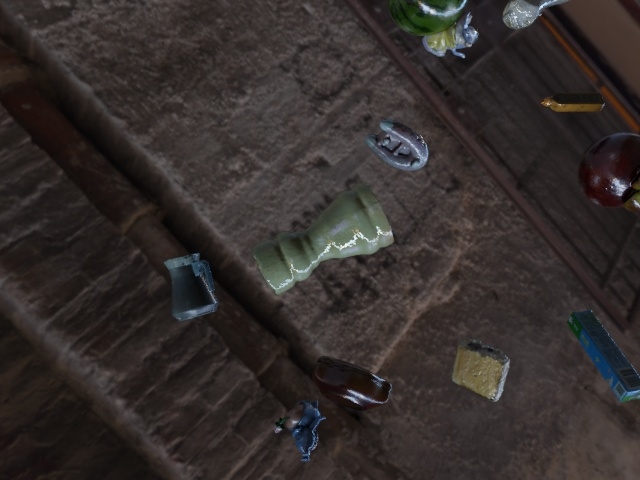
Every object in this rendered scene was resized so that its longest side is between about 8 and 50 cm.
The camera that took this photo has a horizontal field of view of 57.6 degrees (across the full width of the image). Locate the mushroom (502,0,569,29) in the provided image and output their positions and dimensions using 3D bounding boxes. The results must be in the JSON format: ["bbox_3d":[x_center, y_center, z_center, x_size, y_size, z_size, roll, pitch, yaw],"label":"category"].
[{"bbox_3d":[0.631,-0.691,1.676,0.278,0.099,0.096,-31,-157,-21],"label":"mushroom"}]

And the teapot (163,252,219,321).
[{"bbox_3d":[-0.463,0.163,2.103,0.203,0.225,0.171,-17,178,36],"label":"teapot"}]

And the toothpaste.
[{"bbox_3d":[0.764,0.303,1.559,0.065,0.267,0.050,-8,134,-11],"label":"toothpaste"}]

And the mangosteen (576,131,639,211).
[{"bbox_3d":[0.816,-0.172,1.544,0.215,0.215,0.257,-42,-146,7],"label":"mangosteen"}]

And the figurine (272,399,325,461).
[{"bbox_3d":[-0.066,0.570,1.768,0.114,0.144,0.178,121,-29,-46],"label":"figurine"}]

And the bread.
[{"bbox_3d":[0.355,0.280,1.279,0.082,0.106,0.125,-11,-158,-44],"label":"bread"}]

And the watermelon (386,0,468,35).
[{"bbox_3d":[0.320,-0.738,1.749,0.242,0.242,0.242,-42,-177,3],"label":"watermelon"}]

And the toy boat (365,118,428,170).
[{"bbox_3d":[0.272,-0.317,2.009,0.155,0.227,0.085,-45,-154,37],"label":"toy boat"}]

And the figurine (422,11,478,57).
[{"bbox_3d":[0.439,-0.684,1.940,0.183,0.128,0.208,-4,-177,-14],"label":"figurine"}]

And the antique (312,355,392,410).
[{"bbox_3d":[0.103,0.502,2.020,0.223,0.278,0.129,121,-7,-64],"label":"antique"}]

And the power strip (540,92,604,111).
[{"bbox_3d":[0.692,-0.381,1.598,0.028,0.178,0.049,92,-3,-61],"label":"power strip"}]

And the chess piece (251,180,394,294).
[{"bbox_3d":[0.000,0.000,1.936,0.442,0.234,0.234,-27,-177,-3],"label":"chess piece"}]
